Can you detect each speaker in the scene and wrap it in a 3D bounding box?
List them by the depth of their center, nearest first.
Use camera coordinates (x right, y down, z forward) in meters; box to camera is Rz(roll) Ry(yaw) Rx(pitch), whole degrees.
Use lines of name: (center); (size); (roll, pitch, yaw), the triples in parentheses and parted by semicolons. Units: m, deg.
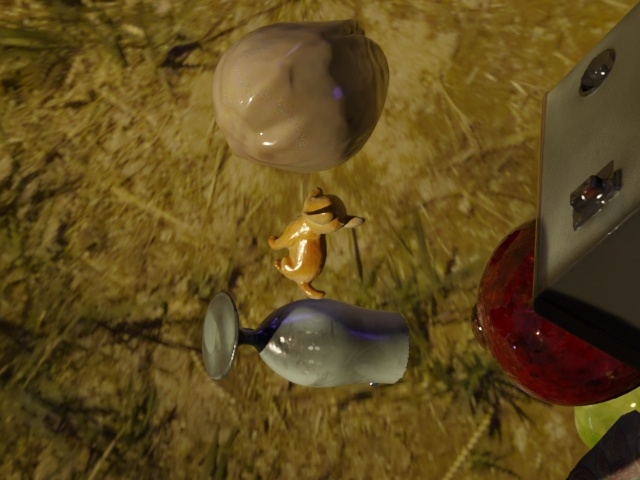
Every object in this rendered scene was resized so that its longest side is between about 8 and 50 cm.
speaker: (0.256, -0.037, 0.942); (0.192, 0.231, 0.153); (29, 132, -15)

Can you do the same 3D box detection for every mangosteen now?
mangosteen: (0.261, 0.073, 1.458); (0.215, 0.257, 0.215); (2, 82, -16)

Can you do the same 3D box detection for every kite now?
kite: (0.214, 0.249, 1.116); (0.229, 0.016, 0.127); (-42, 107, -3)

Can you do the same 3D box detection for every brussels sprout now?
brussels sprout: (0.362, 0.200, 1.538); (0.152, 0.122, 0.149); (6, 144, 10)

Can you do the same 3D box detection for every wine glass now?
wine glass: (-0.011, 0.103, 1.373); (0.202, 0.093, 0.093); (8, 102, -27)

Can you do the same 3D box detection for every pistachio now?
pistachio: (-0.014, -0.195, 1.774); (0.208, 0.332, 0.226); (42, 115, 15)

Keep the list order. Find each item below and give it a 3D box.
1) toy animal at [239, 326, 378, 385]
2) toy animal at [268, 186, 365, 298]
toy animal: (-0.024, 0.109, 1.626); (0.217, 0.041, 0.075); (16, 83, 7)
toy animal: (0.000, 0.000, 1.126); (0.083, 0.060, 0.081); (-33, 67, 40)
